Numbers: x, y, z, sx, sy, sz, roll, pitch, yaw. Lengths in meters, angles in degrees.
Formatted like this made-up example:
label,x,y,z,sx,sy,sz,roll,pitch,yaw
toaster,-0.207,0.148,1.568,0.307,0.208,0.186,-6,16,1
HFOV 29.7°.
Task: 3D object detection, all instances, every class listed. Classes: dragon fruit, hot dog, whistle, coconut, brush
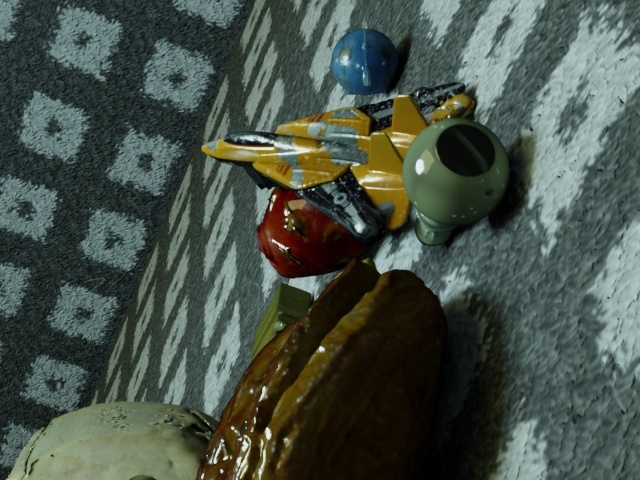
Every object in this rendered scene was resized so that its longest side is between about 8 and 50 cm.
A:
label,x,y,z,sx,sy,sz,roll,pitch,yaw
dragon fruit,0.018,-0.021,1.319,0.246,0.125,0.125,-5,83,64
hot dog,-0.008,0.194,0.976,0.267,0.174,0.388,134,151,-64
whistle,0.054,-0.228,1.502,0.158,0.090,0.090,-94,27,-60
coconut,-0.204,0.340,1.261,0.352,0.352,0.353,-161,90,-76
brush,-0.075,0.171,1.539,0.103,0.047,0.233,-87,20,-50

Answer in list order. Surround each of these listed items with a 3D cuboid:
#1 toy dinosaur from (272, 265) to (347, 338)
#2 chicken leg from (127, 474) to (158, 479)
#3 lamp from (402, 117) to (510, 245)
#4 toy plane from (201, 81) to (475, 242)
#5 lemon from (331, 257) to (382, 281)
label,x,y,z,sx,sy,sz,roll,pitch,yaw
toy dinosaur,-0.033,0.122,1.256,0.251,0.072,0.200,-18,-43,-58
chicken leg,-0.013,0.290,0.746,0.361,0.140,0.212,11,95,43
lamp,0.111,-0.040,1.057,0.163,0.091,0.091,101,-178,-65
toy plane,-0.005,-0.080,1.241,0.316,0.103,0.204,-2,48,47
lemon,0.037,0.072,1.167,0.082,0.082,0.111,-172,101,-76
